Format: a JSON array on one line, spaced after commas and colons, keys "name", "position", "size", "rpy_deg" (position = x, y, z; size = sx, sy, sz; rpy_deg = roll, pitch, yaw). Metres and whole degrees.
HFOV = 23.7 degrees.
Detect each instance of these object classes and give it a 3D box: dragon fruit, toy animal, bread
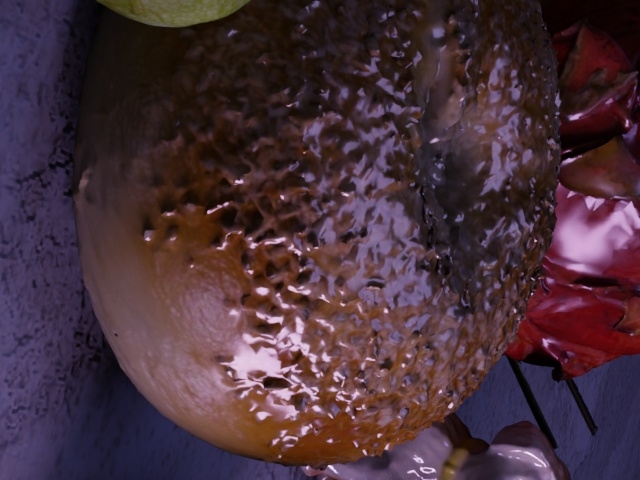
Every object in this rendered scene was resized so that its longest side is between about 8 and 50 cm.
[{"name": "dragon fruit", "position": [0.194, -0.050, 1.099], "size": [0.342, 0.277, 0.277], "rpy_deg": [-44, 169, 21]}, {"name": "toy animal", "position": [0.102, 0.161, 1.113], "size": [0.184, 0.185, 0.104], "rpy_deg": [23, 79, -69]}, {"name": "bread", "position": [0.015, -0.038, 0.748], "size": [0.305, 0.159, 0.305], "rpy_deg": [-7, 100, -46]}]

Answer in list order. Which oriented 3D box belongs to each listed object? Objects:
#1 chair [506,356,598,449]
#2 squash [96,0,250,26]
[{"name": "chair", "position": [0.207, 0.008, 1.368], "size": [0.325, 0.170, 0.160], "rpy_deg": [61, 24, 11]}, {"name": "squash", "position": [-0.084, -0.230, 0.515], "size": [0.118, 0.118, 0.370], "rpy_deg": [-60, 150, -36]}]
